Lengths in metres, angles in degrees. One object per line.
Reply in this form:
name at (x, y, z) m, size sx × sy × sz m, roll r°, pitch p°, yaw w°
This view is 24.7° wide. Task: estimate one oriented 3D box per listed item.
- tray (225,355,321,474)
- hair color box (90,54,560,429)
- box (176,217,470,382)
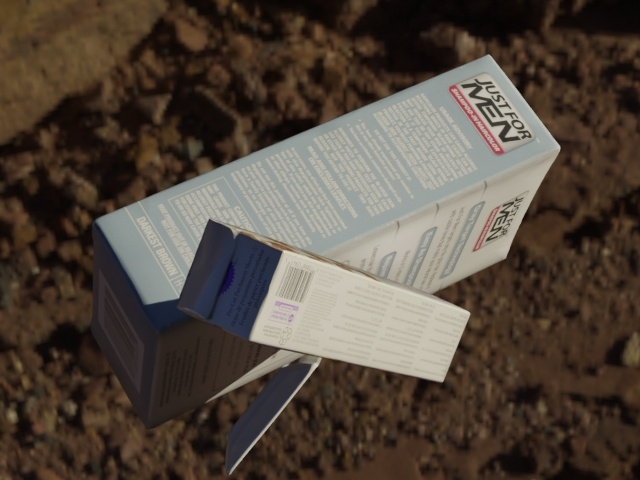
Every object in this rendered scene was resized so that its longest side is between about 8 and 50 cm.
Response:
tray at (-0.051, 0.168, 1.569) m, size 0.030 × 0.270 × 0.145 m, roll 40°, pitch 92°, yaw 2°
hair color box at (0.000, 0.000, 1.218) m, size 0.374 × 0.185 × 0.113 m, roll -24°, pitch 66°, yaw -21°
box at (0.014, 0.050, 1.042) m, size 0.063 × 0.324 × 0.067 m, roll 23°, pitch 92°, yaw 28°
